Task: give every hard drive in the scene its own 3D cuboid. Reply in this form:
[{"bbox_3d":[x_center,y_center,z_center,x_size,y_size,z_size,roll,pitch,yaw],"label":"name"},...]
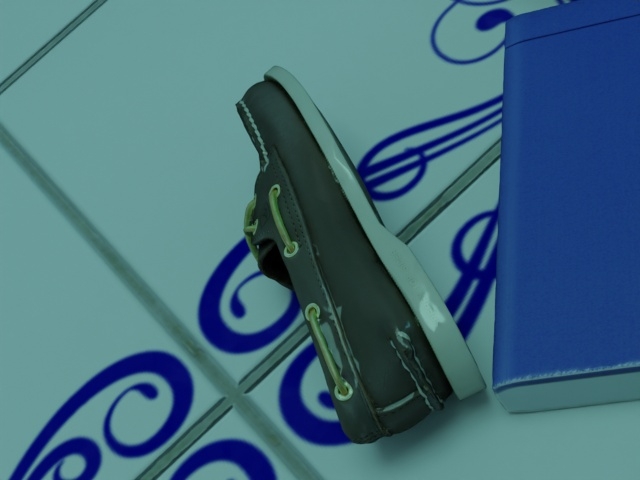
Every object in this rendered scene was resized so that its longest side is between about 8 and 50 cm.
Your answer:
[{"bbox_3d":[0.223,-0.046,0.887,0.210,0.040,0.318,-10,51,23],"label":"hard drive"}]

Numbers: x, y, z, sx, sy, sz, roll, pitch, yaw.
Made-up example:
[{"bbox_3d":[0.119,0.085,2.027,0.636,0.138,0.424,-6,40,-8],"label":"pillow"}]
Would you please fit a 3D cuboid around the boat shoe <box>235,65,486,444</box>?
[{"bbox_3d":[0.000,0.000,0.932,0.097,0.116,0.324,-31,52,1],"label":"boat shoe"}]
